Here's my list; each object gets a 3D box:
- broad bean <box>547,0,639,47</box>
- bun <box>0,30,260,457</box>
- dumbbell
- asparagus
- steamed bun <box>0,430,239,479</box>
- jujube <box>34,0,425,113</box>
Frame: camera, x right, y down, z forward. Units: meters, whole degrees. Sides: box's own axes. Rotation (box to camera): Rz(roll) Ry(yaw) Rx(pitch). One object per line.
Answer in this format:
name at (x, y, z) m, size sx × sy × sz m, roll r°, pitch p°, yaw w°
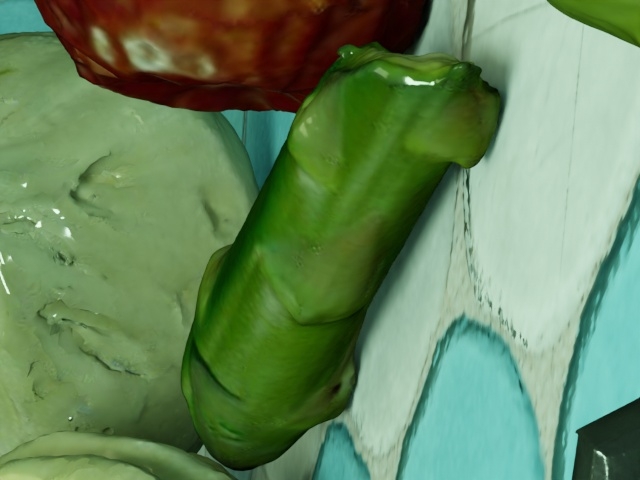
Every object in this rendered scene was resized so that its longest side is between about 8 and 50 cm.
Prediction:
broad bean at (0.065, -0.154, 0.374) m, size 0.291 × 0.119 × 0.238 m, roll -112°, pitch 14°, yaw -51°
bun at (-0.207, 0.037, 1.200) m, size 0.234 × 0.362 × 0.326 m, roll -49°, pitch -59°, yaw -71°
dumbbell at (0.086, 0.067, 0.456) m, size 0.083 × 0.036 × 0.040 m, roll -123°, pitch 37°, yaw -73°
asparagus at (0.002, 0.000, 0.818) m, size 0.343 × 0.082 × 0.085 m, roll 113°, pitch 163°, yaw -56°
steamed bun at (-0.126, 0.263, 0.989) m, size 0.372 × 0.230 × 0.325 m, roll 148°, pitch 121°, yaw -72°
jujube at (-0.044, -0.176, 0.846) m, size 0.213 × 0.213 × 0.232 m, roll 177°, pitch 99°, yaw -79°
